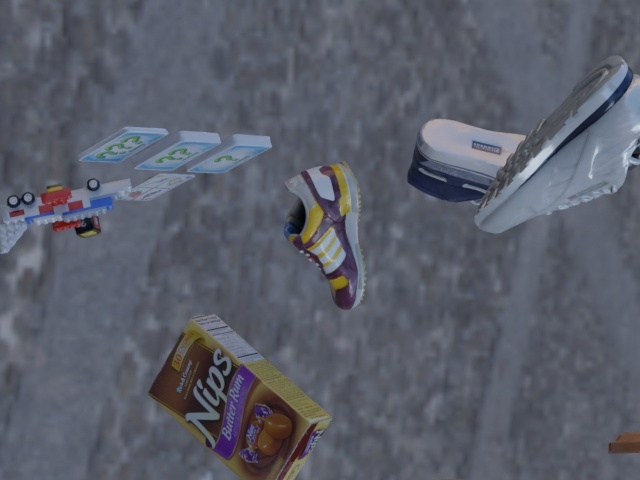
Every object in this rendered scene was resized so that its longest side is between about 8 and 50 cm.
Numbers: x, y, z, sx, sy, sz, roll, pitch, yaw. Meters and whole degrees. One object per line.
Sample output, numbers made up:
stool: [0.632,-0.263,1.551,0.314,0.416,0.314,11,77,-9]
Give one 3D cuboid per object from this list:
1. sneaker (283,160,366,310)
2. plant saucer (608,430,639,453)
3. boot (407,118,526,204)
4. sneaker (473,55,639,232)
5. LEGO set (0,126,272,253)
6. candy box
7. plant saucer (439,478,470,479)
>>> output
sneaker: [0.000,0.000,1.907,0.069,0.084,0.185,-123,-156,-56]
plant saucer: [0.215,0.120,1.043,0.083,0.084,0.013,13,74,-68]
boot: [0.192,-0.073,1.911,0.086,0.190,0.069,107,2,-54]
sneaker: [0.237,-0.069,1.639,0.095,0.235,0.090,36,41,-12]
LEGO set: [-0.187,-0.041,1.645,0.182,0.244,0.060,1,71,-47]
candy box: [-0.090,0.179,1.885,0.053,0.187,0.109,-6,131,-58]
plant saucer: [0.200,0.367,2.064,0.037,0.241,0.241,-63,173,34]
